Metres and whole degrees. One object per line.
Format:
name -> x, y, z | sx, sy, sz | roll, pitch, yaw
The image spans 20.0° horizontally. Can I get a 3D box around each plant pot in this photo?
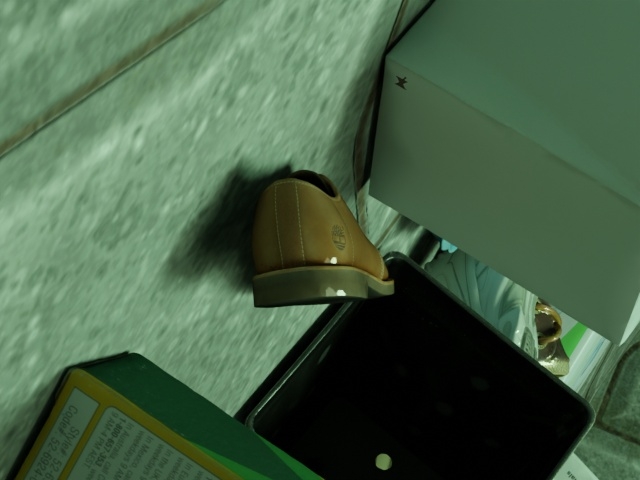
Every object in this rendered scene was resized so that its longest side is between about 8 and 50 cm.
plant pot -> 0.048, 0.159, 1.295 | 0.188, 0.187, 0.167 | -48, 175, -33

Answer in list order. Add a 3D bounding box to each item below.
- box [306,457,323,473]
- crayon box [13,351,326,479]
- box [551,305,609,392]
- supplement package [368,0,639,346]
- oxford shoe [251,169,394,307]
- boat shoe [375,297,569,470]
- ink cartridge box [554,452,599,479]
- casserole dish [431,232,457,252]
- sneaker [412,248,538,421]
box -> -0.061, 0.336, 1.488 | 0.295, 0.073, 0.293 | -55, 166, -14
crayon box -> -0.024, 0.227, 0.884 | 0.203, 0.323, 0.083 | -60, 165, 11
box -> 0.210, 0.063, 1.710 | 0.262, 0.127, 0.231 | -60, 167, 14
supplement package -> 0.167, -0.086, 1.115 | 0.203, 0.194, 0.149 | -49, 163, -27
oxford shoe -> 0.000, 0.000, 1.017 | 0.212, 0.076, 0.076 | 56, 27, -85
boat shoe -> 0.149, 0.082, 1.496 | 0.123, 0.123, 0.342 | 43, 70, -75
ink cartridge box -> 0.142, 0.313, 1.599 | 0.289, 0.121, 0.211 | -43, 173, 1
casserole dish -> 0.128, -0.074, 1.329 | 0.188, 0.037, 0.114 | -51, 164, -22
sneaker -> 0.117, 0.024, 1.398 | 0.090, 0.115, 0.232 | 59, 40, -58
